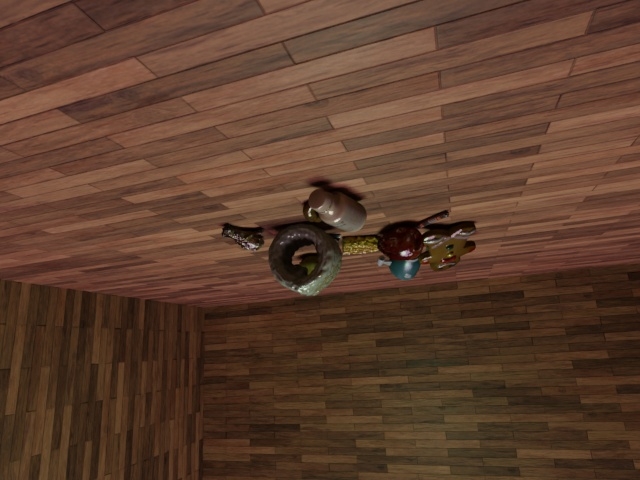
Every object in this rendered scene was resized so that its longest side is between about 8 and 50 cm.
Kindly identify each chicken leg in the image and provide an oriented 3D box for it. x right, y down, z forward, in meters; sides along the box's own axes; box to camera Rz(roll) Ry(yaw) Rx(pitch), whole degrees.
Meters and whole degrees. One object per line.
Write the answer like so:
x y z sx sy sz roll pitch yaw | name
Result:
-0.322 -0.017 1.716 0.196 0.080 0.125 14 148 -29 | chicken leg

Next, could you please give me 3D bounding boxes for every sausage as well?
0.460 -0.084 1.710 0.025 0.028 0.198 -26 178 -32 | sausage

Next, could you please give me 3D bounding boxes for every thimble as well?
-0.065 0.085 1.725 0.292 0.291 0.195 -8 165 16 | thimble

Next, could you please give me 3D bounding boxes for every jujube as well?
0.344 0.013 1.832 0.168 0.168 0.236 5 173 -29 | jujube

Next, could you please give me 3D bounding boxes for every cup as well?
0.444 0.094 2.127 0.300 0.167 0.173 -2 150 -6 | cup

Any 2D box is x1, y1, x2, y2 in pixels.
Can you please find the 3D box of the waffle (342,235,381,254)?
0.209 0.021 1.988 0.211 0.055 0.160 -4 165 2 | waffle

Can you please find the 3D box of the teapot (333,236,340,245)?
0.037 0.002 1.876 0.110 0.085 0.080 39 167 -29 | teapot

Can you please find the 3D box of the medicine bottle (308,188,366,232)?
0.054 -0.104 1.378 0.114 0.114 0.252 -12 162 29 | medicine bottle

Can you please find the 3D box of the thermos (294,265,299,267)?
-0.120 0.205 2.555 0.137 0.105 0.193 18 -174 35 | thermos

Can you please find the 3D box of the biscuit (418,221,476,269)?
0.609 0.057 1.974 0.283 0.064 0.432 -14 150 3 | biscuit

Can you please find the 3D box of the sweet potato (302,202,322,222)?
-0.031 -0.094 1.517 0.053 0.054 0.182 2 169 13 | sweet potato

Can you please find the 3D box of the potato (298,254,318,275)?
-0.026 0.160 2.291 0.197 0.148 0.228 15 163 -12 | potato

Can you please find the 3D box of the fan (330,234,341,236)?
0.000 0.000 1.955 0.240 0.009 0.131 -13 163 30 | fan

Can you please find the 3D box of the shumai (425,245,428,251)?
0.620 0.052 2.173 0.099 0.123 0.087 -22 -161 52 | shumai
